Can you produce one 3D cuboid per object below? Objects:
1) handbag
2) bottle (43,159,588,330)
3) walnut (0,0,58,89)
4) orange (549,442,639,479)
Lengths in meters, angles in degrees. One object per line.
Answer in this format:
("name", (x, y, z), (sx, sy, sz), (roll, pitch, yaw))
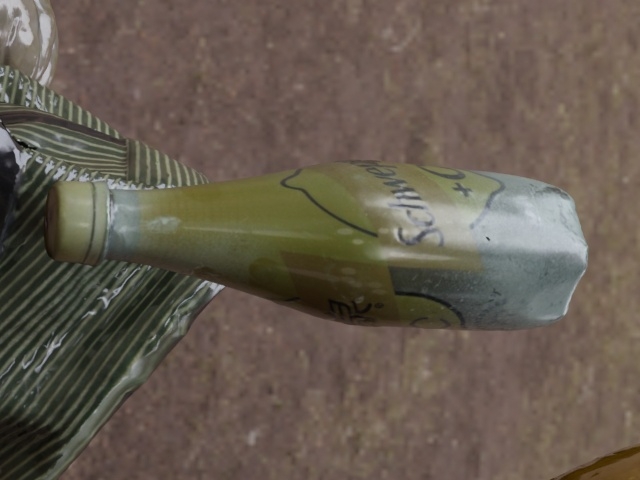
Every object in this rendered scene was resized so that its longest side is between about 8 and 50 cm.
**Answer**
("handbag", (-0.237, 0.040, 1.064), (0.240, 0.341, 0.247), (41, 11, -18))
("bottle", (0.000, 0.000, 0.761), (0.269, 0.083, 0.083), (4, 87, -22))
("walnut", (-0.333, -0.197, 1.351), (0.224, 0.224, 0.224), (-4, 95, -62))
("orange", (0.129, 0.161, 0.418), (0.236, 0.236, 0.236), (-4, 95, -62))
